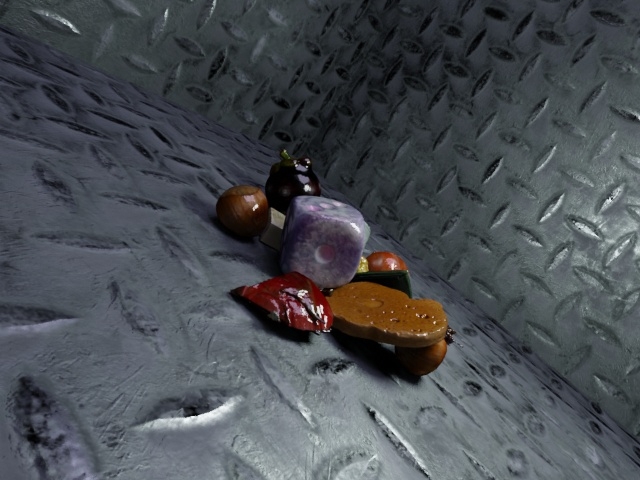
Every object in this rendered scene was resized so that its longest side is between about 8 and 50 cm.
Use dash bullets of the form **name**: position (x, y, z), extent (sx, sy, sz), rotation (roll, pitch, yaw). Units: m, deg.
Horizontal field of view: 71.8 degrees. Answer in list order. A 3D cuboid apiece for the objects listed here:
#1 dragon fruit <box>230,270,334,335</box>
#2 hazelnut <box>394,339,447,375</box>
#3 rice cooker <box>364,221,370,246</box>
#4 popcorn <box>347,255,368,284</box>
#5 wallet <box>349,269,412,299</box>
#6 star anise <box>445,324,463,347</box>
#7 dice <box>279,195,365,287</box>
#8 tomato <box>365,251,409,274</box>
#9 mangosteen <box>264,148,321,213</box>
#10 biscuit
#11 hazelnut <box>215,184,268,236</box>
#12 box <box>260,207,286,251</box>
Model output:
- **dragon fruit**: position (-0.064, 0.169, 1.337), extent (0.282, 0.100, 0.343), rotation (34, 16, 18)
- **hazelnut**: position (0.334, 0.378, 1.510), extent (0.182, 0.182, 0.182), rotation (32, 15, -10)
- **rice cooker**: position (0.092, 0.002, 1.995), extent (0.280, 0.227, 0.241), rotation (3, -28, 48)
- **popcorn**: position (0.111, 0.117, 1.830), extent (0.179, 0.170, 0.180), rotation (-5, 41, 4)
- **wallet**: position (0.231, 0.185, 1.710), extent (0.055, 0.235, 0.161), rotation (-72, 150, -53)
- **star anise**: position (0.601, 0.442, 2.081), extent (0.190, 0.070, 0.097), rotation (38, 42, 6)
- **dice**: position (0.000, 0.000, 1.625), extent (0.269, 0.271, 0.271), rotation (10, 19, -12)
- **tomato**: position (0.277, 0.163, 1.965), extent (0.231, 0.232, 0.189), rotation (29, 32, -19)
- **mangosteen**: position (-0.127, -0.279, 2.264), extent (0.296, 0.314, 0.297), rotation (31, 3, -2)
- **biscuit**: position (0.198, 0.245, 1.497), extent (0.454, 0.079, 0.349), rotation (15, 17, 28)
- **hazelnut**: position (-0.287, -0.107, 1.671), extent (0.214, 0.176, 0.215), rotation (21, 58, -37)
- **box**: position (-0.161, -0.034, 1.849), extent (0.168, 0.095, 0.212), rotation (32, 14, -17)
